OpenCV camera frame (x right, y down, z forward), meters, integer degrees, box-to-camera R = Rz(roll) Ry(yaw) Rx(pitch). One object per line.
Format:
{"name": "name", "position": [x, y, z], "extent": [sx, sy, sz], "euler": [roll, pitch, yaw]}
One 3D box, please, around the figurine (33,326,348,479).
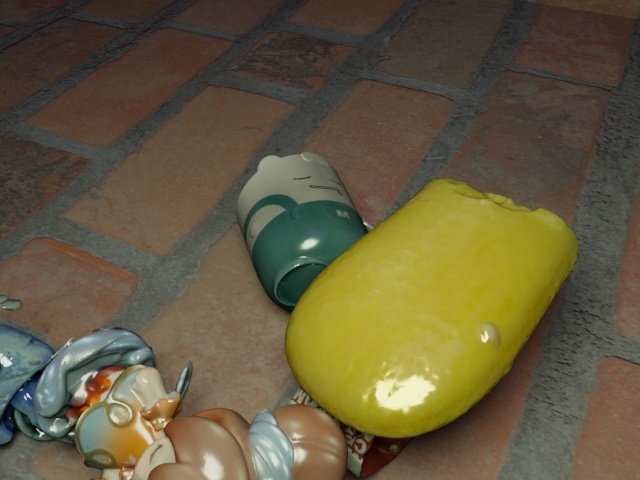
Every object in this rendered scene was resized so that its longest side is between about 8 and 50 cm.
{"name": "figurine", "position": [-0.182, 0.291, 0.781], "extent": [0.388, 0.277, 0.248], "euler": [24, 8, 40]}

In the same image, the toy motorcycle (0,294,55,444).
{"name": "toy motorcycle", "position": [-0.543, 0.219, 0.888], "extent": [0.318, 0.241, 0.182], "euler": [-10, 39, -9]}

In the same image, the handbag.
{"name": "handbag", "position": [0.095, 0.216, 0.926], "extent": [0.298, 0.151, 0.171], "euler": [-39, 52, -23]}

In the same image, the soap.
{"name": "soap", "position": [0.148, 0.087, 0.851], "extent": [0.427, 0.115, 0.306], "euler": [-40, 55, -22]}

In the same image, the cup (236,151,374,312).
{"name": "cup", "position": [0.000, 0.000, 1.108], "extent": [0.289, 0.219, 0.258], "euler": [11, 37, -33]}
